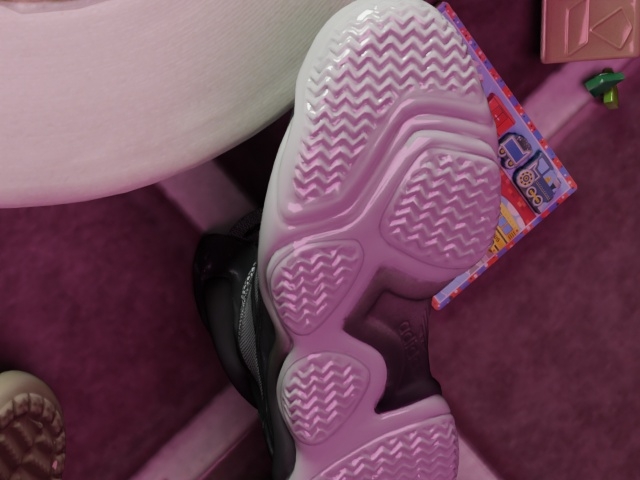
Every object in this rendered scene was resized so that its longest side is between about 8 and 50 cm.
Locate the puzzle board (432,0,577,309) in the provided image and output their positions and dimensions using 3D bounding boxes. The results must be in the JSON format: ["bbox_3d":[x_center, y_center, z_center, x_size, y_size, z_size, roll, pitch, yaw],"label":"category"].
[{"bbox_3d":[0.059,-0.039,0.974,0.096,0.011,0.128,-42,117,-6],"label":"puzzle board"}]

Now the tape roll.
[{"bbox_3d":[-0.123,-0.205,0.809,0.392,0.072,0.392,-8,110,-21],"label":"tape roll"}]

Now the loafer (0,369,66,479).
[{"bbox_3d":[-0.218,0.159,0.877,0.268,0.092,0.102,-53,147,-16],"label":"loafer"}]

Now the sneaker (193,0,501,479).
[{"bbox_3d":[0.000,0.000,0.876,0.101,0.153,0.268,-9,122,-19],"label":"sneaker"}]

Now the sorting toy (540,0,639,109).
[{"bbox_3d":[0.133,-0.104,0.982,0.062,0.012,0.083,-7,106,-26],"label":"sorting toy"}]
